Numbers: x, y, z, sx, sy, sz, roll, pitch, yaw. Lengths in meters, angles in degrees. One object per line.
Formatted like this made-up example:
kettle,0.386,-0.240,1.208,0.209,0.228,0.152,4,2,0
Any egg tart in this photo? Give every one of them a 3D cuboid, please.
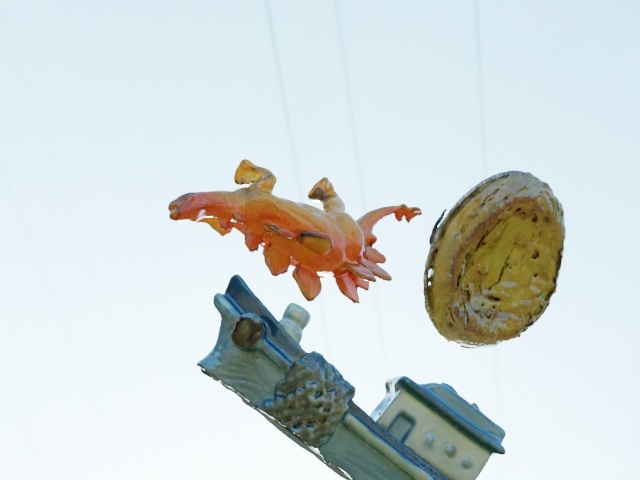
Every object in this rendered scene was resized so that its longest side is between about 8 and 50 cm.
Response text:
egg tart,0.204,0.020,1.941,0.094,0.234,0.234,27,-29,44

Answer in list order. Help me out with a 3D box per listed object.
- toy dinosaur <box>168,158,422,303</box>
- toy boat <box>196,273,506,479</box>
toy dinosaur,0.000,0.000,1.244,0.288,0.117,0.070,7,-53,-45
toy boat,0.023,0.108,1.072,0.238,0.098,0.109,37,-11,-1
